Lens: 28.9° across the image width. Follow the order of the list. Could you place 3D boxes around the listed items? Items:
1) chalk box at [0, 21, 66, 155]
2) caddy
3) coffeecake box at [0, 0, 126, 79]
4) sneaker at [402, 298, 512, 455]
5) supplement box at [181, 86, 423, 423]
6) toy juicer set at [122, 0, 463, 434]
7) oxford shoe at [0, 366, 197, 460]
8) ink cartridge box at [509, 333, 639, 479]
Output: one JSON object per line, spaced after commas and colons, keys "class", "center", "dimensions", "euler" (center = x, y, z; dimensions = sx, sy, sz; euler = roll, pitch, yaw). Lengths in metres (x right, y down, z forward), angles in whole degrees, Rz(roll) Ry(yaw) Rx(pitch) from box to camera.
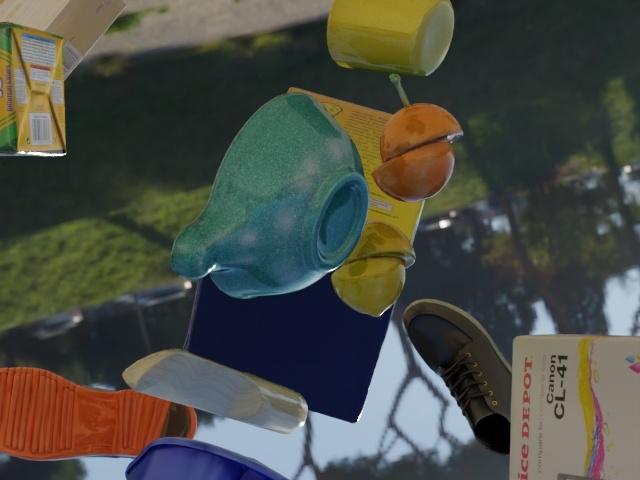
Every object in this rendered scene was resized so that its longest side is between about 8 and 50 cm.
{"class": "chalk box", "center": [-0.389, -0.152, 1.291], "dimensions": [0.213, 0.132, 0.132], "euler": [0, -176, 11]}
{"class": "caddy", "center": [-0.133, 0.349, 1.528], "dimensions": [0.179, 0.241, 0.341], "euler": [-64, -171, -30]}
{"class": "coffeecake box", "center": [-0.365, -0.293, 1.648], "dimensions": [0.185, 0.068, 0.142], "euler": [24, -107, 49]}
{"class": "sneaker", "center": [0.191, 0.173, 1.616], "dimensions": [0.083, 0.222, 0.118], "euler": [-45, -175, 24]}
{"class": "supplement box", "center": [0.000, 0.000, 1.342], "dimensions": [0.195, 0.194, 0.356], "euler": [17, -152, 4]}
{"class": "toy juicer set", "center": [-0.015, -0.003, 0.800], "dimensions": [0.090, 0.209, 0.329], "euler": [21, -117, 27]}
{"class": "oxford shoe", "center": [-0.369, 0.268, 1.821], "dimensions": [0.364, 0.130, 0.133], "euler": [11, 164, -9]}
{"class": "ink cartridge box", "center": [0.312, 0.202, 1.166], "dimensions": [0.131, 0.226, 0.306], "euler": [5, 174, -26]}
